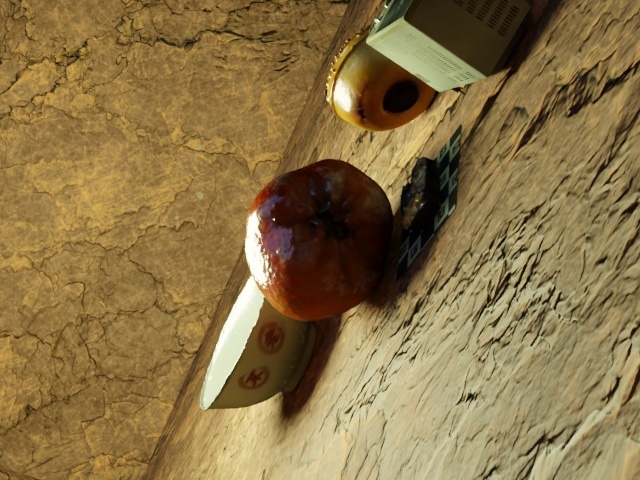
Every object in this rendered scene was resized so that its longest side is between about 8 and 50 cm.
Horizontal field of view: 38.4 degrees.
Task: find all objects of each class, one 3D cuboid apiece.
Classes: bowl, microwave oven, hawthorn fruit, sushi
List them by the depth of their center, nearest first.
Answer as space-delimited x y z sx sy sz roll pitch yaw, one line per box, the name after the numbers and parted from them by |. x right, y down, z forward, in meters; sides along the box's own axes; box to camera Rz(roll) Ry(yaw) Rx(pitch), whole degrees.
0.204 -0.343 1.469 0.145 0.193 0.240 -62 11 -2 | microwave oven
0.155 -0.072 1.496 0.215 0.050 0.192 -77 15 -45 | sushi
0.000 0.000 1.598 0.284 0.284 0.284 -157 90 -79 | hawthorn fruit
-0.106 0.212 1.872 0.337 0.157 0.337 -60 13 24 | bowl

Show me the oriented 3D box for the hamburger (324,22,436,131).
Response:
0.116 -0.306 1.738 0.237 0.236 0.147 -59 43 33 | hamburger

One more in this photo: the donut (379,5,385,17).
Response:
0.237 -0.541 1.923 0.303 0.110 0.303 -59 13 23 | donut
